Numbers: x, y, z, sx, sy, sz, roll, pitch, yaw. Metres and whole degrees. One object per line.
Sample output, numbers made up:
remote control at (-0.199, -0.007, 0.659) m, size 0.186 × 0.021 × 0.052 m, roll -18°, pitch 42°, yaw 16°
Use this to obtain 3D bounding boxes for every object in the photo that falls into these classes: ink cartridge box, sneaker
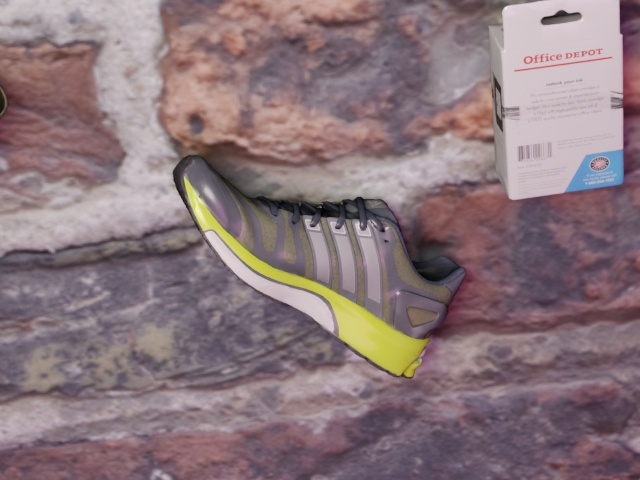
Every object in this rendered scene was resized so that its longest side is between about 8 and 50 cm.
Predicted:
ink cartridge box at (0.203, -0.133, 1.310) m, size 0.104 × 0.060 × 0.180 m, roll -8°, pitch 119°, yaw -3°
sneaker at (0.000, 0.000, 1.342) m, size 0.300 × 0.111 × 0.121 m, roll 33°, pitch 99°, yaw -28°

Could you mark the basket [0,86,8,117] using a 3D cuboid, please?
basket at (-0.382, -0.041, 1.236) m, size 0.204 × 0.154 × 0.227 m, roll 14°, pitch 119°, yaw -17°
